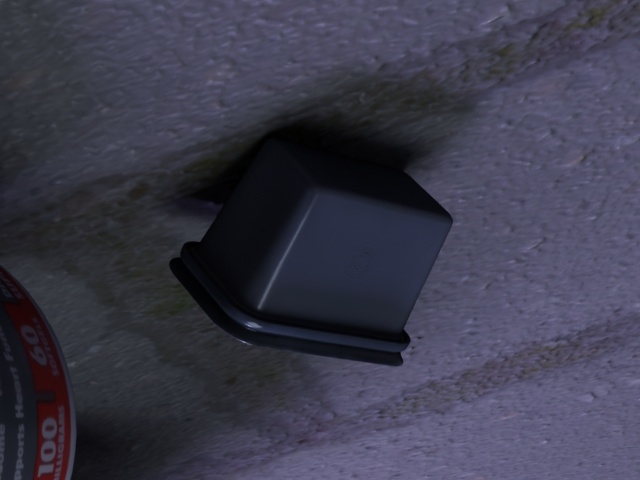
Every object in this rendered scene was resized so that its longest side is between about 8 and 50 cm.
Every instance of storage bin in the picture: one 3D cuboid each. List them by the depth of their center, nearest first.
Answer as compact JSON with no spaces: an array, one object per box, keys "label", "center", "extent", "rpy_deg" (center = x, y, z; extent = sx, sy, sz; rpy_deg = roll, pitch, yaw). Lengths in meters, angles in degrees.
[{"label":"storage bin","center":[0.000,0.000,1.003],"extent":[0.135,0.098,0.091],"rpy_deg":[13,114,-42]}]

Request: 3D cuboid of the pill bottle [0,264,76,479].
[{"label":"pill bottle","center":[-0.260,0.083,0.780],"extent":[0.210,0.210,0.363],"rpy_deg":[-21,171,12]}]
